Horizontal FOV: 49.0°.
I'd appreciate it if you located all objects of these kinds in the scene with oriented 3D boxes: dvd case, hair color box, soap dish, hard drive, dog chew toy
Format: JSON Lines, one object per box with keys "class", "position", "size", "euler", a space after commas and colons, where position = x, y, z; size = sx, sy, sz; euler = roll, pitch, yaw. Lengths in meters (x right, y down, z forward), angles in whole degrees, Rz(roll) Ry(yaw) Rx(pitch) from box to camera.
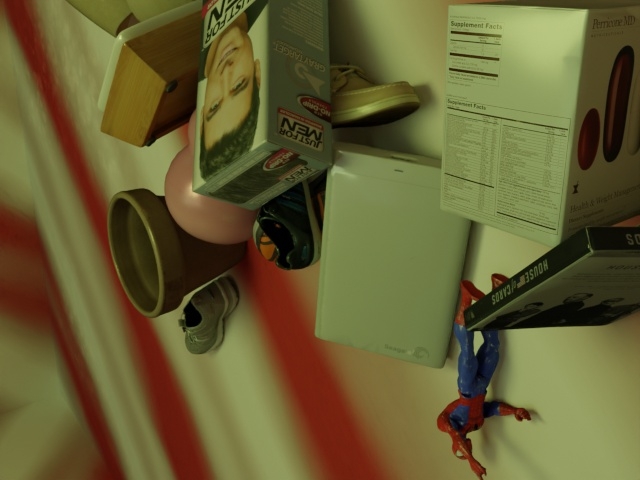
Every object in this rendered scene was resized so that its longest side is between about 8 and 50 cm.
{"class": "dvd case", "position": [0.270, 0.043, 0.683], "size": [0.239, 0.179, 0.030], "euler": [121, 146, -63]}
{"class": "hair color box", "position": [-0.086, -0.255, 1.023], "size": [0.185, 0.113, 0.375], "euler": [-26, 58, 45]}
{"class": "soap dish", "position": [-0.244, -0.302, 1.249], "size": [0.118, 0.291, 0.229], "euler": [47, 141, 4]}
{"class": "hard drive", "position": [0.100, 0.026, 0.997], "size": [0.202, 0.040, 0.308], "euler": [12, 118, 15]}
{"class": "dog chew toy", "position": [-0.150, -0.164, 1.233], "size": [0.206, 0.206, 0.332], "euler": [37, 116, 42]}

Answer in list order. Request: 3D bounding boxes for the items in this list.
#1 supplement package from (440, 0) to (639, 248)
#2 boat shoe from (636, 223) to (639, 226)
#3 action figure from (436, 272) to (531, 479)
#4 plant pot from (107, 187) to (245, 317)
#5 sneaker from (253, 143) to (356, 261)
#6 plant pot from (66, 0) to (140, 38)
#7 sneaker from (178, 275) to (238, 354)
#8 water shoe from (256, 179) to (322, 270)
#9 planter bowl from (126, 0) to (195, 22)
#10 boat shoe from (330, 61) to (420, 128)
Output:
{"class": "supplement package", "position": [0.237, -0.127, 0.684], "size": [0.149, 0.194, 0.203], "euler": [24, 123, 47]}
{"class": "boat shoe", "position": [0.361, -0.018, 0.661], "size": [0.068, 0.072, 0.190], "euler": [62, 145, 17]}
{"class": "action figure", "position": [0.225, 0.201, 0.927], "size": [0.139, 0.091, 0.281], "euler": [46, 138, 51]}
{"class": "plant pot", "position": [-0.287, 0.005, 1.465], "size": [0.263, 0.229, 0.263], "euler": [27, 125, 48]}
{"class": "sneaker", "position": [0.000, 0.000, 1.144], "size": [0.321, 0.124, 0.180], "euler": [-47, 64, 52]}
{"class": "plant pot", "position": [-0.462, -0.579, 1.498], "size": [0.274, 0.256, 0.256], "euler": [54, 144, 1]}
{"class": "sneaker", "position": [-0.289, 0.182, 1.643], "size": [0.105, 0.115, 0.281], "euler": [56, 142, 25]}
{"class": "water shoe", "position": [-0.059, -0.055, 1.060], "size": [0.073, 0.080, 0.203], "euler": [-29, 80, 44]}
{"class": "planter bowl", "position": [-0.286, -0.494, 1.344], "size": [0.109, 0.162, 0.162], "euler": [-4, 101, 29]}
{"class": "boat shoe", "position": [0.022, -0.215, 1.041], "size": [0.302, 0.109, 0.098], "euler": [5, 101, 54]}
